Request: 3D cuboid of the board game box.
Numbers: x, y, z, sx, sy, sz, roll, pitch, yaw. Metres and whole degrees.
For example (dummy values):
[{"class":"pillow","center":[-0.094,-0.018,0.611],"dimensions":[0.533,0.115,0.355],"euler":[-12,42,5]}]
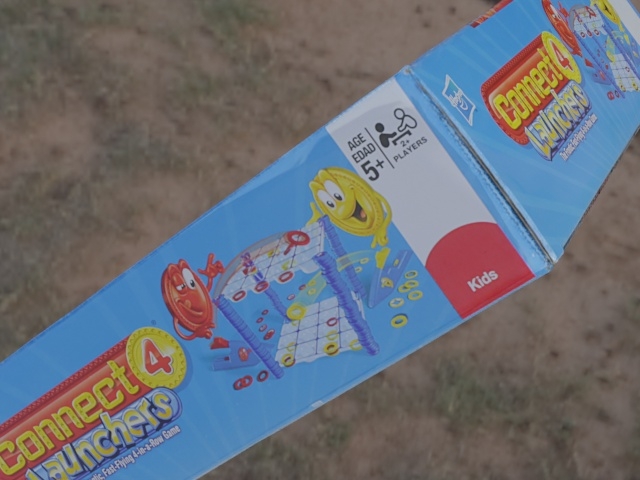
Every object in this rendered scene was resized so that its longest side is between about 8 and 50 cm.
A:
[{"class":"board game box","center":[0.000,0.000,0.638],"dimensions":[0.086,0.308,0.302],"euler":[54,29,-3]}]
